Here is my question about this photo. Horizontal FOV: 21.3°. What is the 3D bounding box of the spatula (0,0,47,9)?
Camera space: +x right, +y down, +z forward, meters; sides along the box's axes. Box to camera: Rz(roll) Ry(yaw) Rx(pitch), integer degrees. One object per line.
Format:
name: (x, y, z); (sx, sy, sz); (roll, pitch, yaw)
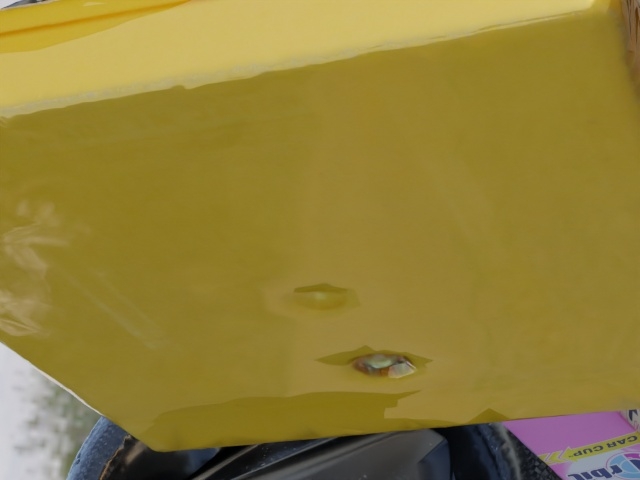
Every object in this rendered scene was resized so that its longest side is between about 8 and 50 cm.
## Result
spatula: (-0.144, -0.146, 1.019); (0.084, 0.296, 0.030); (62, 167, -5)

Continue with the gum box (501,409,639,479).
gum box: (0.143, 0.028, 0.925); (0.107, 0.062, 0.188); (42, -138, -36)

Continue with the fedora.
fedora: (0.000, 0.203, 1.103); (0.152, 0.334, 0.334); (64, -150, -61)

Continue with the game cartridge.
game cartridge: (0.000, 0.000, 0.638); (0.323, 0.285, 0.052); (53, -146, -58)
